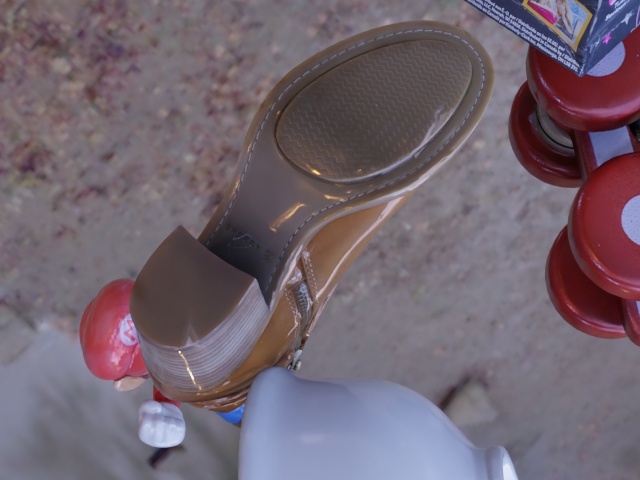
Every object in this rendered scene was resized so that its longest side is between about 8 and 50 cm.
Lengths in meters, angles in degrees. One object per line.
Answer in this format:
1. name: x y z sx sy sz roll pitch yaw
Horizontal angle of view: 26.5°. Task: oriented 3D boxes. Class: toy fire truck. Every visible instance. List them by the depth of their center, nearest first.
1. toy fire truck: 0.283 -0.069 0.999 0.253 0.302 0.169 -11 164 -1

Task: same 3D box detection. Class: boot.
1. boot: 0.000 0.000 0.885 0.283 0.109 0.220 -50 165 -12

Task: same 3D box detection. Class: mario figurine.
1. mario figurine: -0.135 0.132 1.554 0.170 0.198 0.320 -41 146 14

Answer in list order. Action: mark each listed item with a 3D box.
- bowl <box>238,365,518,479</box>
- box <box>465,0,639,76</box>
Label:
1. bowl: 0.061 0.205 0.811 0.134 0.298 0.298 -15 150 10
2. box: 0.194 -0.260 0.895 0.247 0.163 0.142 -41 156 -25
